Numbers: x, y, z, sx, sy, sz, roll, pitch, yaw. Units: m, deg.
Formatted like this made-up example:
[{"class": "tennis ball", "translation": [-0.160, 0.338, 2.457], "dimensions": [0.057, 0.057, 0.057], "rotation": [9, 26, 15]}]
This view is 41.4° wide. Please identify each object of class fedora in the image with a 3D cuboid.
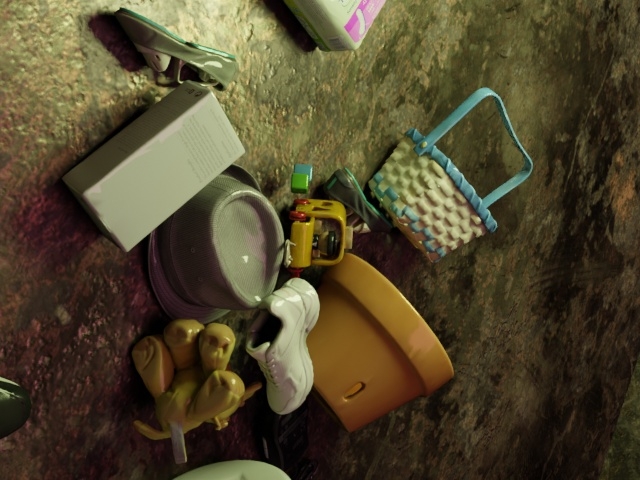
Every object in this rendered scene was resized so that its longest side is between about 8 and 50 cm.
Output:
[{"class": "fedora", "translation": [-0.140, 0.014, 1.307], "dimensions": [0.244, 0.124, 0.275], "rotation": [-23, 118, -40]}]

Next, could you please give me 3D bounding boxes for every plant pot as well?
[{"class": "plant pot", "translation": [0.059, 0.194, 1.483], "dimensions": [0.203, 0.291, 0.291], "rotation": [-39, 129, -10]}]

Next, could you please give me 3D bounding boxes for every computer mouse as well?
[{"class": "computer mouse", "translation": [-0.089, 0.390, 1.525], "dimensions": [0.184, 0.060, 0.262], "rotation": [-44, 141, -35]}]

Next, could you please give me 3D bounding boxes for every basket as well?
[{"class": "basket", "translation": [0.253, -0.124, 1.603], "dimensions": [0.289, 0.201, 0.255], "rotation": [-36, 133, 5]}]

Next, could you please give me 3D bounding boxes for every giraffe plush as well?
[{"class": "giraffe plush", "translation": [-0.178, 0.230, 1.320], "dimensions": [0.170, 0.181, 0.210], "rotation": [18, 77, -69]}]

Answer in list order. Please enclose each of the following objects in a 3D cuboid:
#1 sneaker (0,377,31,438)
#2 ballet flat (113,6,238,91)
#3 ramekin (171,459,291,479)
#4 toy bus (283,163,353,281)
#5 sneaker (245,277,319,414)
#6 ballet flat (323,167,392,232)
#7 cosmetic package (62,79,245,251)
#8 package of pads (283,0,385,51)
[{"class": "sneaker", "translation": [-0.469, 0.232, 1.020], "dimensions": [0.283, 0.124, 0.107], "rotation": [4, 99, -48]}, {"class": "ballet flat", "translation": [-0.205, -0.261, 1.199], "dimensions": [0.213, 0.072, 0.068], "rotation": [14, 102, -47]}, {"class": "ramekin", "translation": [-0.152, 0.463, 1.326], "dimensions": [0.277, 0.277, 0.135], "rotation": [-24, 110, -41]}, {"class": "toy bus", "translation": [0.001, -0.008, 1.405], "dimensions": [0.191, 0.104, 0.202], "rotation": [91, 3, -60]}, {"class": "sneaker", "translation": [-0.074, 0.175, 1.326], "dimensions": [0.115, 0.090, 0.232], "rotation": [-16, 117, -43]}, {"class": "ballet flat", "translation": [0.063, -0.059, 1.552], "dimensions": [0.074, 0.074, 0.203], "rotation": [-61, 142, -14]}, {"class": "cosmetic package", "translation": [-0.229, -0.106, 1.183], "dimensions": [0.231, 0.085, 0.117], "rotation": [-41, 130, -17]}, {"class": "package of pads", "translation": [0.039, -0.489, 1.366], "dimensions": [0.229, 0.101, 0.296], "rotation": [44, 69, -45]}]
